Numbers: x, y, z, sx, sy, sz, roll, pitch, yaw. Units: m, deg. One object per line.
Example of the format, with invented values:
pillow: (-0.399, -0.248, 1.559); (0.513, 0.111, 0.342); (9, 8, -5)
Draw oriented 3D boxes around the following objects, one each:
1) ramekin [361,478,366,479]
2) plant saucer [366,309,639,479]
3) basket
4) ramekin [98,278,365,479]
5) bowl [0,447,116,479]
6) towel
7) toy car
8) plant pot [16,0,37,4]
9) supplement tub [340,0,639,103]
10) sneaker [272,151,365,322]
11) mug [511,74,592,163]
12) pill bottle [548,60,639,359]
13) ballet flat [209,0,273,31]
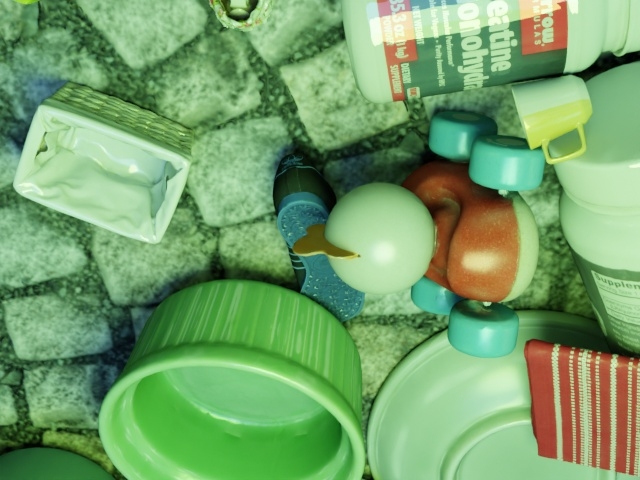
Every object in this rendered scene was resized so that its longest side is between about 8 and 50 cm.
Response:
ramekin: (0.022, 0.401, 1.311); (0.207, 0.109, 0.207); (9, 129, 11)
plant saucer: (0.258, 0.279, 1.267); (0.400, 0.101, 0.401); (1, 119, 2)
basket: (-0.227, -0.089, 1.076); (0.167, 0.103, 0.113); (21, 117, -10)
ramekin: (-0.092, 0.186, 1.164); (0.303, 0.148, 0.303); (5, 132, 5)
bowl: (-0.370, 0.396, 1.310); (0.311, 0.163, 0.312); (0, 118, 1)
towel: (0.354, 0.190, 1.058); (0.274, 0.031, 0.199); (8, 137, 24)
toy car: (0.082, -0.010, 1.027); (0.237, 0.210, 0.219); (-1, 110, -17)
plant pot: (-0.298, -0.359, 0.869); (0.227, 0.228, 0.207); (24, 111, -11)
supplement tub: (0.156, -0.240, 0.935); (0.272, 0.191, 0.191); (-8, 118, 6)
sneaker: (0.000, 0.000, 1.140); (0.081, 0.091, 0.232); (-10, 139, 6)
mug: (0.219, -0.117, 0.926); (0.064, 0.062, 0.078); (-17, 104, 10)
pill bottle: (0.368, 0.007, 1.032); (0.204, 0.204, 0.361); (-21, 124, 12)
ballet flat: (-0.075, -0.316, 0.964); (0.091, 0.077, 0.241); (-1, 118, 3)
